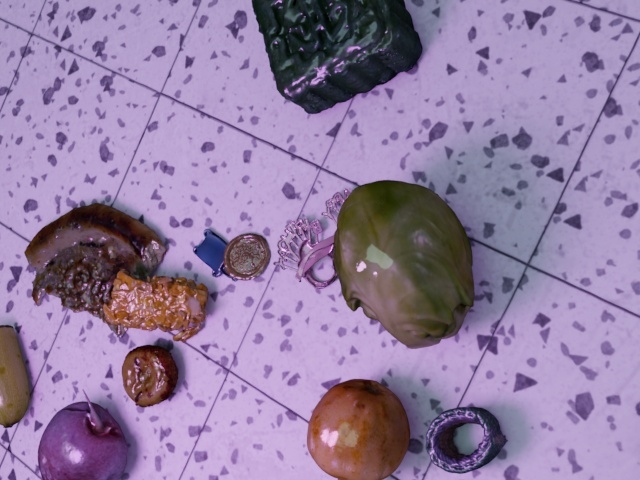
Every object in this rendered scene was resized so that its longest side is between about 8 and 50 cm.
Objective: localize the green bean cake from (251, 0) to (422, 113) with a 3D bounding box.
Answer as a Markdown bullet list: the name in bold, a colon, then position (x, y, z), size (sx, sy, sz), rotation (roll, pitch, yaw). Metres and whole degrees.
- **green bean cake**: position (0.025, -0.462, 1.746), size (0.300, 0.169, 0.307), rotation (-24, 72, 23)

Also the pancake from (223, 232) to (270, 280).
- **pancake**: position (-0.165, 0.037, 1.854), size (0.115, 0.011, 0.114), rotation (-3, 79, 13)

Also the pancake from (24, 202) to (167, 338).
- **pancake**: position (-0.580, 0.055, 2.044), size (0.427, 0.067, 0.304), rotation (16, 93, 26)

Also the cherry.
- **cherry**: position (-0.550, 0.486, 1.910), size (0.266, 0.184, 0.213), rotation (-54, 55, 28)

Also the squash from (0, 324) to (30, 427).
- **squash**: position (-0.806, 0.350, 2.089), size (0.133, 0.132, 0.247), rotation (-30, 73, 21)

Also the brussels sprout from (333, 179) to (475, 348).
- **brussels sprout**: position (0.150, 0.034, 1.548), size (0.247, 0.328, 0.327), rotation (-15, 77, 36)

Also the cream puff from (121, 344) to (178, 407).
- **cream puff**: position (-0.388, 0.310, 1.904), size (0.149, 0.084, 0.148), rotation (-2, 85, 30)

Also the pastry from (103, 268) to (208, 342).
- **pastry**: position (-0.366, 0.153, 1.887), size (0.250, 0.102, 0.154), rotation (9, 91, 13)

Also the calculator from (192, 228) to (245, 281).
- **calculator**: position (-0.230, 0.036, 1.895), size (0.141, 0.019, 0.094), rotation (37, 101, 24)

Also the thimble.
- **thimble**: position (0.271, 0.373, 1.557), size (0.135, 0.090, 0.118), rotation (-36, 69, 18)

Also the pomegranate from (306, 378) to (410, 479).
- **pomegranate**: position (0.072, 0.370, 1.599), size (0.207, 0.207, 0.207), rotation (-4, 82, 26)

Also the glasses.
- **glasses**: position (0.000, -0.004, 1.743), size (0.255, 0.095, 0.162), rotation (-35, 65, 16)
